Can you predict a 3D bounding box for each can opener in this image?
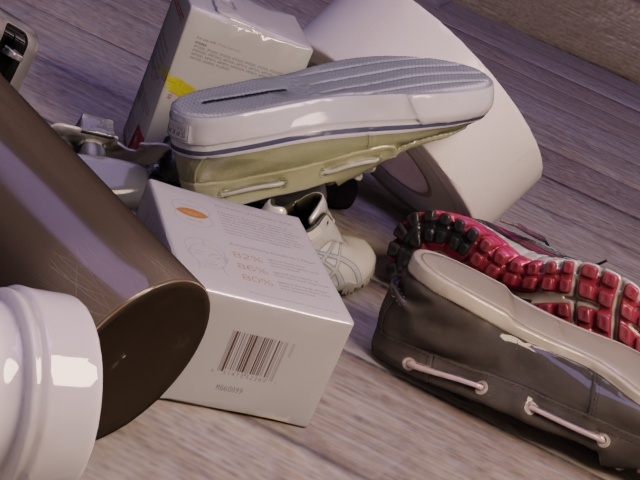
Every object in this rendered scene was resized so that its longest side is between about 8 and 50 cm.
[{"bbox_3d":[-0.127,-0.040,1.185,0.283,0.076,0.095,13,54,-27],"label":"can opener"}]

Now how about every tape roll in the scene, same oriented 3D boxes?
[{"bbox_3d":[0.094,-0.131,1.371,0.286,0.100,0.286,45,-8,8],"label":"tape roll"}]

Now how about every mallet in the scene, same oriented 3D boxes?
[{"bbox_3d":[-0.030,-0.086,1.432,0.062,0.039,0.189,12,18,-36],"label":"mallet"}]

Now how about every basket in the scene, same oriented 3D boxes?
[{"bbox_3d":[-0.191,0.007,0.832,0.227,0.154,0.204,40,-19,25],"label":"basket"}]

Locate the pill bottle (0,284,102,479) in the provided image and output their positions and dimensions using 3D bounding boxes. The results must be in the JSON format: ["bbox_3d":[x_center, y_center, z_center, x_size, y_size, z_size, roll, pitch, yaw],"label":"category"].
[{"bbox_3d":[-0.249,0.066,0.622,0.272,0.152,0.152,9,24,-35],"label":"pill bottle"}]

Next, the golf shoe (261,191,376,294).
[{"bbox_3d":[0.000,0.000,1.162,0.069,0.086,0.176,34,21,31],"label":"golf shoe"}]

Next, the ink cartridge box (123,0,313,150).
[{"bbox_3d":[-0.102,-0.145,1.287,0.127,0.176,0.128,16,21,-17],"label":"ink cartridge box"}]

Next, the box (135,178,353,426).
[{"bbox_3d":[-0.069,0.043,0.967,0.130,0.091,0.170,14,22,-21],"label":"box"}]

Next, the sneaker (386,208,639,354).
[{"bbox_3d":[0.209,0.051,1.208,0.299,0.121,0.112,32,19,27],"label":"sneaker"}]

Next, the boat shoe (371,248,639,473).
[{"bbox_3d":[0.199,0.124,1.082,0.335,0.095,0.112,29,18,3],"label":"boat shoe"}]

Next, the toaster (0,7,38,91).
[{"bbox_3d":[-0.360,-0.189,1.158,0.185,0.110,0.168,31,1,17],"label":"toaster"}]

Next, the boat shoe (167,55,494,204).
[{"bbox_3d":[0.010,-0.097,1.166,0.302,0.094,0.109,-10,30,-19],"label":"boat shoe"}]
